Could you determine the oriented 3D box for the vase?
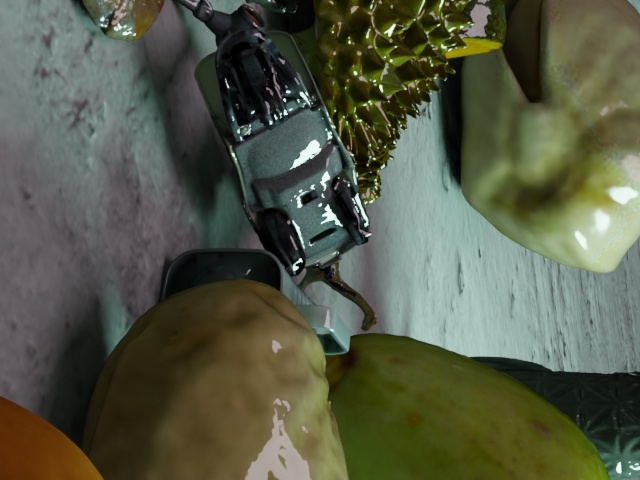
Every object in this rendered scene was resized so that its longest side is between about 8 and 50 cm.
[{"bbox_3d":[0.197,0.190,1.607,0.251,0.300,0.156,-72,155,-61],"label":"vase"}]

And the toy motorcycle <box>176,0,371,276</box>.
[{"bbox_3d":[-0.034,-0.080,1.196,0.263,0.091,0.157,68,-3,-48],"label":"toy motorcycle"}]

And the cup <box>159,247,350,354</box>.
[{"bbox_3d":[-0.042,0.066,1.173,0.129,0.128,0.095,45,46,-66],"label":"cup"}]

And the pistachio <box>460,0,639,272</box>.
[{"bbox_3d":[0.303,-0.162,1.950,0.365,0.281,0.445,56,24,-43],"label":"pistachio"}]

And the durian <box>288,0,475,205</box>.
[{"bbox_3d":[0.035,-0.189,1.405,0.172,0.166,0.306,6,77,-40],"label":"durian"}]

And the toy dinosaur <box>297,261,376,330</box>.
[{"bbox_3d":[-0.013,0.007,1.376,0.180,0.058,0.037,60,15,-18],"label":"toy dinosaur"}]

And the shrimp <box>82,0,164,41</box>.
[{"bbox_3d":[-0.137,-0.227,1.044,0.101,0.042,0.190,-32,121,-58],"label":"shrimp"}]

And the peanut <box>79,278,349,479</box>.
[{"bbox_3d":[-0.074,0.213,0.998,0.192,0.169,0.387,20,68,-31],"label":"peanut"}]

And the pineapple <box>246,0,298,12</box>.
[{"bbox_3d":[-0.025,-0.273,1.284,0.198,0.108,0.108,-69,153,-21],"label":"pineapple"}]

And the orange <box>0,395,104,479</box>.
[{"bbox_3d":[-0.187,0.162,0.600,0.246,0.246,0.246,0,90,-70],"label":"orange"}]

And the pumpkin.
[{"bbox_3d":[0.120,-0.265,1.623,0.248,0.126,0.131,-3,90,-69],"label":"pumpkin"}]

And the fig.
[{"bbox_3d":[0.111,0.219,1.390,0.326,0.258,0.258,51,30,-9],"label":"fig"}]
